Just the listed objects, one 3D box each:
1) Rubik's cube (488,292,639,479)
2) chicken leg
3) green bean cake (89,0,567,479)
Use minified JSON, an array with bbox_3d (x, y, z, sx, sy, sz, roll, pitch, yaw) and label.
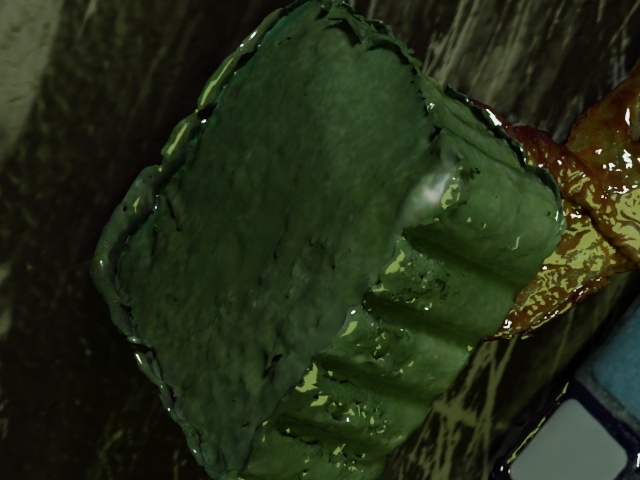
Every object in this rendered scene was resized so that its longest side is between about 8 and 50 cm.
[{"bbox_3d":[0.422,0.209,1.214,0.359,0.362,0.363,33,100,-38],"label":"Rubik's cube"},{"bbox_3d":[0.180,-0.053,1.077,0.322,0.083,0.177,-31,117,-5],"label":"chicken leg"},{"bbox_3d":[0.000,0.000,0.893,0.132,0.241,0.255,24,107,-38],"label":"green bean cake"}]
